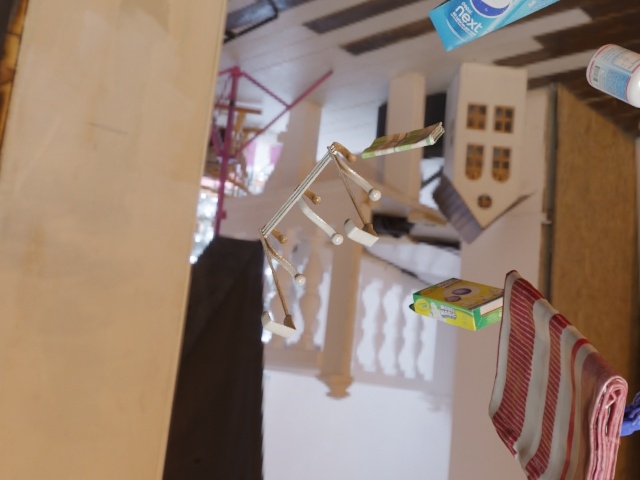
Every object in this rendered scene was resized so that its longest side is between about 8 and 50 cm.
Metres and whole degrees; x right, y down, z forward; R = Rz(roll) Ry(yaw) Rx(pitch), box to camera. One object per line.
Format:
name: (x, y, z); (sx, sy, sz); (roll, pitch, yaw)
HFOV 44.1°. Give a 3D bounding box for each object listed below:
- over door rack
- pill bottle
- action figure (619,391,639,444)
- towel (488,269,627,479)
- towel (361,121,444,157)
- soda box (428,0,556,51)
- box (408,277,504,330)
over door rack: (0.000, 0.000, 1.362); (0.108, 0.239, 0.324); (31, -156, -22)
pill bottle: (0.569, -0.294, 1.436); (0.087, 0.087, 0.160); (14, -158, -36)
action figure: (0.553, 0.363, 1.452); (0.280, 0.091, 0.139); (-27, 109, 31)
towel: (0.280, 0.200, 0.995); (0.037, 0.237, 0.329); (0, -162, -7)
towel: (0.166, -0.202, 1.592); (0.152, 0.023, 0.113); (-9, -163, 24)
soda box: (0.262, -0.344, 1.116); (0.210, 0.067, 0.071); (-17, -162, 44)
box: (0.243, 0.107, 1.385); (0.105, 0.043, 0.179); (-18, -166, -30)
